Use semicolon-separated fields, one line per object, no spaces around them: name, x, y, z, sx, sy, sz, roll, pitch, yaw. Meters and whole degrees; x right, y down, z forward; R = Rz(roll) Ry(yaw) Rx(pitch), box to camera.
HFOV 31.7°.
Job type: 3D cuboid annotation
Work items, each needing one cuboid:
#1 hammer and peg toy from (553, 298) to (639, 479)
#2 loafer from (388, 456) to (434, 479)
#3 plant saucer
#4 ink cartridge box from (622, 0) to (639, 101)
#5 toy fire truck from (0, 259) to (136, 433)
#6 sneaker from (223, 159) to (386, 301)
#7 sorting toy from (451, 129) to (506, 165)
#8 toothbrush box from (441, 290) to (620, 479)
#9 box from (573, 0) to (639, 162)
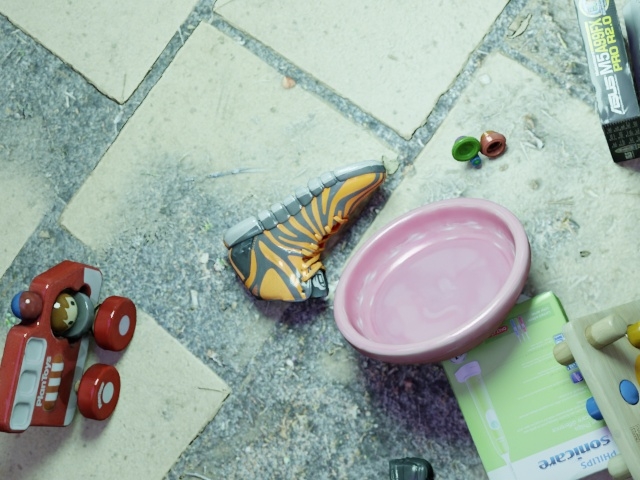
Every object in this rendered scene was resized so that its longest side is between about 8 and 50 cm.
hammer and peg toy;0.509;0.260;1.653;0.127;0.266;0.361;-39;68;46
loafer;0.139;0.464;1.831;0.078;0.076;0.223;-2;76;22
plant saucer;0.184;0.074;1.801;0.332;0.084;0.332;-20;37;17
ink cartridge box;0.628;-0.310;1.697;0.270;0.197;0.198;-6;79;-7
toy fire truck;-0.461;0.183;1.955;0.169;0.254;0.302;10;84;18
sneaker;0.000;0.000;1.930;0.321;0.125;0.180;-31;78;21
sorting toy;0.261;-0.162;1.899;0.102;0.061;0.042;-4;44;-18
toothbrush box;0.332;0.250;1.779;0.206;0.122;0.283;-25;74;12
box;0.451;-0.253;1.745;0.060;0.270;0.216;-12;79;17
